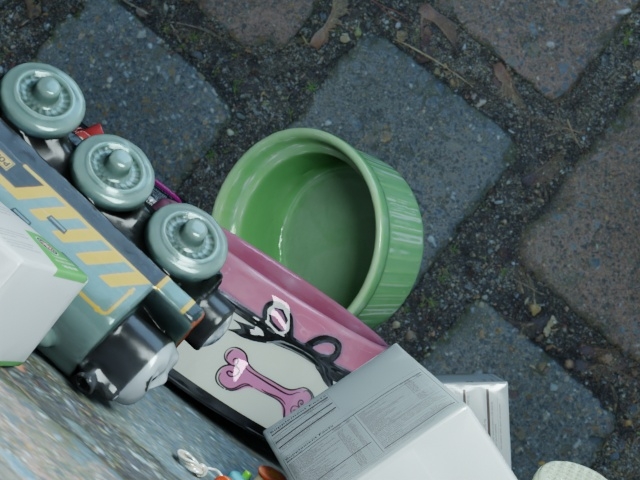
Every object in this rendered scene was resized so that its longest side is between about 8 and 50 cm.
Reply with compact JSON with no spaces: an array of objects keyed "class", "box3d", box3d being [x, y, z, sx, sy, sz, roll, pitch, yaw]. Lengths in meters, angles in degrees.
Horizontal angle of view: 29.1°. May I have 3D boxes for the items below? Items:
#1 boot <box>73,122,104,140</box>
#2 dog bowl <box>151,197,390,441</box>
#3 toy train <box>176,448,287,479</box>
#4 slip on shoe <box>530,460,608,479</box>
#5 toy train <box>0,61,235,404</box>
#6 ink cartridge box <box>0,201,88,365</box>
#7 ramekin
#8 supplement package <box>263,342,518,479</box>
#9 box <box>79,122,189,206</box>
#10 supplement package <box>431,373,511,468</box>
[{"class":"boot","box3d":[-0.321,-0.082,1.260,0.244,0.176,0.088,38,2,-25]},{"class":"dog bowl","box3d":[-0.090,0.100,1.497,0.408,0.150,0.408,33,2,-1]},{"class":"toy train","box3d":[-0.059,0.207,0.995,0.125,0.046,0.166,39,0,-19]},{"class":"slip on shoe","box3d":[0.238,0.339,1.053,0.123,0.101,0.331,9,46,-23]},{"class":"toy train","box3d":[-0.229,-0.007,1.058,0.334,0.190,0.142,44,-44,-1]},{"class":"ink cartridge box","box3d":[-0.292,-0.013,0.877,0.219,0.092,0.160,38,-1,8]},{"class":"ramekin","box3d":[0.000,0.000,1.761,0.303,0.303,0.148,38,17,33]},{"class":"supplement package","box3d":[0.078,0.222,1.022,0.194,0.149,0.203,58,-6,-15]},{"class":"box","box3d":[-0.287,-0.029,1.714,0.247,0.142,0.163,38,6,-21]},{"class":"supplement package","box3d":[0.204,0.307,1.857,0.145,0.204,0.262,-2,-4,3]}]
